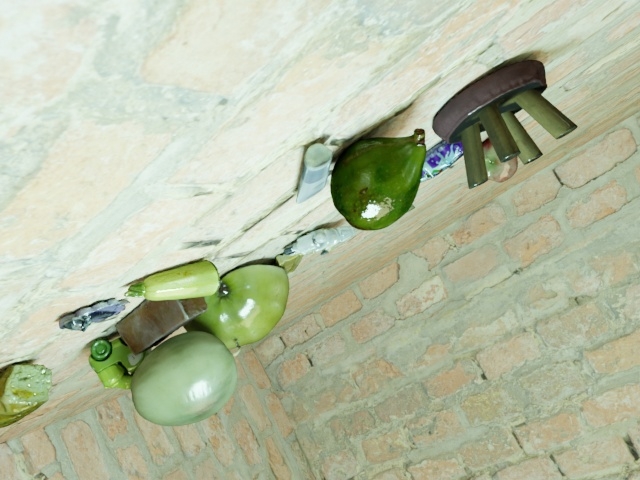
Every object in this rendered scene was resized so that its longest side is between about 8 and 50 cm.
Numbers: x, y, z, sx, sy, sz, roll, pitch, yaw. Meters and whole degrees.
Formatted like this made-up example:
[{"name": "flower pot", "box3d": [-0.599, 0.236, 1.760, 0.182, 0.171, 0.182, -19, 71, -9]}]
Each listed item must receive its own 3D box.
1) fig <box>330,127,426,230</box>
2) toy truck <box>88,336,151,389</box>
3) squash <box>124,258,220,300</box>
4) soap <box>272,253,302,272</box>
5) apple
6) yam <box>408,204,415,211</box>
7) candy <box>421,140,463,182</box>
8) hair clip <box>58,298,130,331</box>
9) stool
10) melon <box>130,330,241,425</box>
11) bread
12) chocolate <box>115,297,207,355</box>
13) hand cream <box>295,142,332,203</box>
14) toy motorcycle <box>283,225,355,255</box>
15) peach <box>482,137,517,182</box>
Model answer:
[{"name": "fig", "box3d": [0.132, -0.129, 1.161, 0.244, 0.196, 0.195, -31, 169, 32]}, {"name": "toy truck", "box3d": [-0.590, 0.366, 1.697, 0.186, 0.211, 0.148, -8, 166, -15]}, {"name": "squash", "box3d": [-0.360, 0.106, 1.359, 0.224, 0.094, 0.094, -9, 160, -41]}, {"name": "soap", "box3d": [-0.117, 0.080, 1.933, 0.092, 0.037, 0.252, -24, 169, -15]}, {"name": "apple", "box3d": [-0.279, 0.200, 1.831, 0.360, 0.311, 0.320, 70, 42, -74]}, {"name": "yam", "box3d": [0.292, -0.113, 2.032, 0.094, 0.043, 0.043, -29, 169, -5]}, {"name": "candy", "box3d": [0.323, -0.221, 1.542, 0.275, 0.070, 0.145, -37, 174, 33]}, {"name": "hair clip", "box3d": [-0.530, 0.183, 1.354, 0.124, 0.052, 0.195, -25, 175, 13]}, {"name": "stool", "box3d": [0.407, -0.257, 1.272, 0.271, 0.179, 0.272, -25, 170, -5]}, {"name": "melon", "box3d": [-0.376, 0.390, 1.602, 0.308, 0.272, 0.272, -36, 169, 0]}, {"name": "bread", "box3d": [-0.828, 0.418, 1.502, 0.267, 0.130, 0.152, -33, 173, 30]}, {"name": "chocolate", "box3d": [-0.429, 0.207, 1.546, 0.321, 0.112, 0.111, -35, 170, 36]}, {"name": "hand cream", "box3d": [-0.015, -0.130, 1.162, 0.079, 0.048, 0.255, -28, 170, -9]}, {"name": "toy motorcycle", "box3d": [0.000, 0.000, 1.753, 0.228, 0.074, 0.151, -14, 170, -20]}, {"name": "peach", "box3d": [0.543, -0.261, 1.766, 0.152, 0.152, 0.152, -27, 169, -5]}]
